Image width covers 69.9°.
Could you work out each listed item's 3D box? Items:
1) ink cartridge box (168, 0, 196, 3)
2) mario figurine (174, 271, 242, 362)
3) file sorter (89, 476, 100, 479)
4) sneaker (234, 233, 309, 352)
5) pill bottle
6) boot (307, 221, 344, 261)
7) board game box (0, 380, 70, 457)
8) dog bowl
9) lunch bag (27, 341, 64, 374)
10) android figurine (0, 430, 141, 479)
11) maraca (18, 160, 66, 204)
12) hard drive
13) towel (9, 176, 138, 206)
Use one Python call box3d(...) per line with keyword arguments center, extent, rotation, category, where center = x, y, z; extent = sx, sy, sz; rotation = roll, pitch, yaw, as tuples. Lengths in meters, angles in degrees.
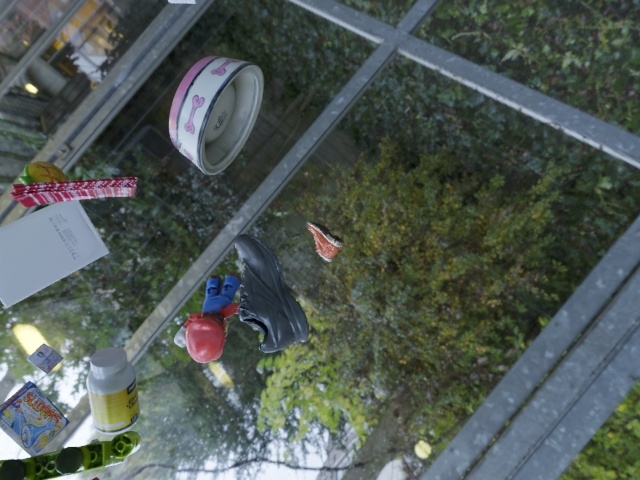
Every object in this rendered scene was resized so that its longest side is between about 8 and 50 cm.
box3d(center=(-0.238, -0.473, 0.757), extent=(0.052, 0.089, 0.122), rotation=(3, 158, -1), category="ink cartridge box")
box3d(center=(-0.322, 0.252, 1.416), extent=(0.170, 0.198, 0.321), rotation=(38, -150, -20), category="mario figurine")
box3d(center=(-0.653, 0.867, 1.262), extent=(0.290, 0.182, 0.202), rotation=(39, -165, 18), category="file sorter")
box3d(center=(-0.137, 0.115, 1.025), extent=(0.287, 0.130, 0.109), rotation=(60, 157, 16), category="sneaker")
box3d(center=(-0.475, 0.342, 1.050), extent=(0.103, 0.184, 0.103), rotation=(4, -156, -2), category="pill bottle")
box3d(center=(0.000, 0.000, 1.440), extent=(0.059, 0.085, 0.158), rotation=(7, -153, -44), category="boot")
box3d(center=(-0.884, 0.547, 1.400), extent=(0.035, 0.136, 0.201), rotation=(8, 131, 34), category="board game box")
box3d(center=(-0.358, -0.439, 1.573), extent=(0.150, 0.408, 0.408), rotation=(28, 179, 5), category="dog bowl")
box3d(center=(-0.906, 0.387, 1.506), extent=(0.053, 0.071, 0.083), rotation=(-1, 132, 46), category="lunch bag")
box3d(center=(-0.457, 0.398, 0.828), extent=(0.273, 0.247, 0.056), rotation=(113, 146, -67), category="android figurine")
box3d(center=(-0.817, -0.170, 1.352), extent=(0.127, 0.099, 0.186), rotation=(46, -170, -29), category="maraca")
box3d(center=(-0.843, 0.025, 1.384), extent=(0.040, 0.318, 0.211), rotation=(-2, 118, 51), category="hard drive")
box3d(center=(-0.610, -0.120, 1.159), extent=(0.198, 0.274, 0.031), rotation=(-9, 89, 65), category="towel")
